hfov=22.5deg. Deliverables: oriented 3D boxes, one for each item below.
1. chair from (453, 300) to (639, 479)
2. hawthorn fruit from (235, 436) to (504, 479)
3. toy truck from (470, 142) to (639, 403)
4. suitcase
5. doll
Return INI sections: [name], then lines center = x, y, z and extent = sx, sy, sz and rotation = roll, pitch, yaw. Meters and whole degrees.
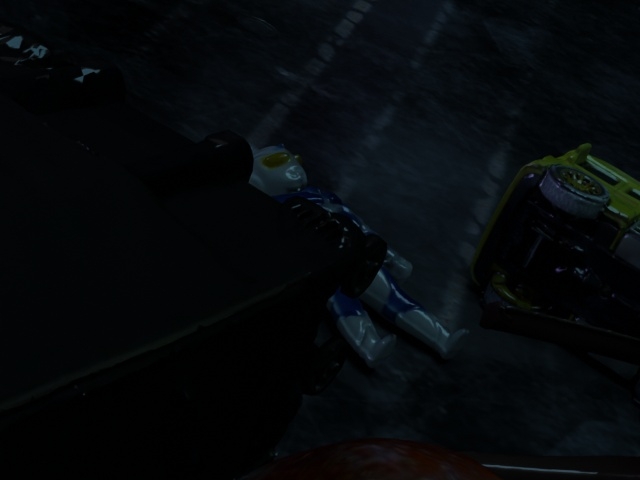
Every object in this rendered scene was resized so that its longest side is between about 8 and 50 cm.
[chair]
center = 0.254, 0.140, 0.933
extent = 0.327, 0.175, 0.183
rotation = 6, 21, -24
[hawthorn fruit]
center = 0.028, 0.165, 0.679
extent = 0.173, 0.172, 0.173
rotation = 21, 25, -10
[toy truck]
center = 0.261, 0.039, 1.193
extent = 0.272, 0.124, 0.157
rotation = 33, 26, 15
[suitcase]
center = -0.190, 0.041, 0.672
extent = 0.283, 0.194, 0.434
rotation = 31, 24, 21
[doll]
center = 0.000, 0.000, 1.108
extent = 0.114, 0.057, 0.227
rotation = -7, 41, -43
